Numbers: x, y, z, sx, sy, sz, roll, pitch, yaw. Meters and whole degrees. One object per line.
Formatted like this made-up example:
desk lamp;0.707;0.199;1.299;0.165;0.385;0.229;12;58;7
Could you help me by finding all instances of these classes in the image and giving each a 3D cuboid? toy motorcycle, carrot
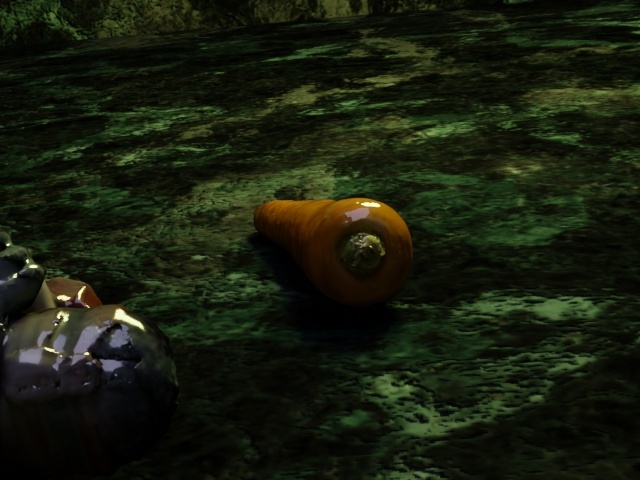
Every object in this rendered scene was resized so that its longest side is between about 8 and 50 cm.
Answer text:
toy motorcycle;-0.190;0.051;0.411;0.207;0.134;0.401;2;-4;33
carrot;0.000;0.000;0.789;0.061;0.061;0.256;-9;7;-14
